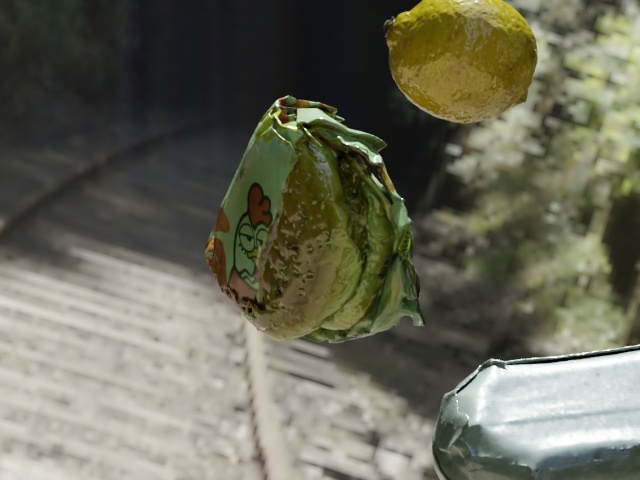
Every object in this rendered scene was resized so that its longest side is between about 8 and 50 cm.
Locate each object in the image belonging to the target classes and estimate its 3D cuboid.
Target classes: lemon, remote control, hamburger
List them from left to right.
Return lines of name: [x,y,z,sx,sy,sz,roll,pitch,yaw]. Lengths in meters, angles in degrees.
hamburger: [0.003,0.002,1.714,0.125,0.214,0.235,-12,57,-29]
lemon: [0.113,-0.150,1.600,0.133,0.109,0.109,24,4,-13]
remote control: [0.181,0.098,1.073,0.247,0.052,0.104,-7,39,-13]
